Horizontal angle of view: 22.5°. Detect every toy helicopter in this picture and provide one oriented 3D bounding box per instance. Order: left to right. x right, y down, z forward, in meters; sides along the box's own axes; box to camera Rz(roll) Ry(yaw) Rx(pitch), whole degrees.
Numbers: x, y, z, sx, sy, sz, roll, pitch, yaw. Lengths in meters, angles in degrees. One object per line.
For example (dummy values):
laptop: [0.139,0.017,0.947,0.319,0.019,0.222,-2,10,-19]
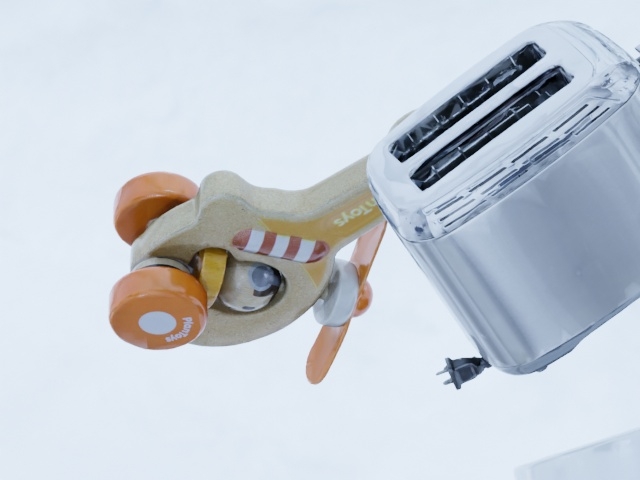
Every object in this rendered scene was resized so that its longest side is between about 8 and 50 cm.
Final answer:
toy helicopter: [0.000,0.000,1.376,0.355,0.235,0.140,-30,42,27]

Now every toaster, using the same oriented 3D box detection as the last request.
toaster: [0.130,-0.026,0.982,0.146,0.227,0.129,51,-175,-31]

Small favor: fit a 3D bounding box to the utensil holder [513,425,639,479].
utensil holder: [0.371,0.340,1.426,0.327,0.327,0.386,-27,78,43]
